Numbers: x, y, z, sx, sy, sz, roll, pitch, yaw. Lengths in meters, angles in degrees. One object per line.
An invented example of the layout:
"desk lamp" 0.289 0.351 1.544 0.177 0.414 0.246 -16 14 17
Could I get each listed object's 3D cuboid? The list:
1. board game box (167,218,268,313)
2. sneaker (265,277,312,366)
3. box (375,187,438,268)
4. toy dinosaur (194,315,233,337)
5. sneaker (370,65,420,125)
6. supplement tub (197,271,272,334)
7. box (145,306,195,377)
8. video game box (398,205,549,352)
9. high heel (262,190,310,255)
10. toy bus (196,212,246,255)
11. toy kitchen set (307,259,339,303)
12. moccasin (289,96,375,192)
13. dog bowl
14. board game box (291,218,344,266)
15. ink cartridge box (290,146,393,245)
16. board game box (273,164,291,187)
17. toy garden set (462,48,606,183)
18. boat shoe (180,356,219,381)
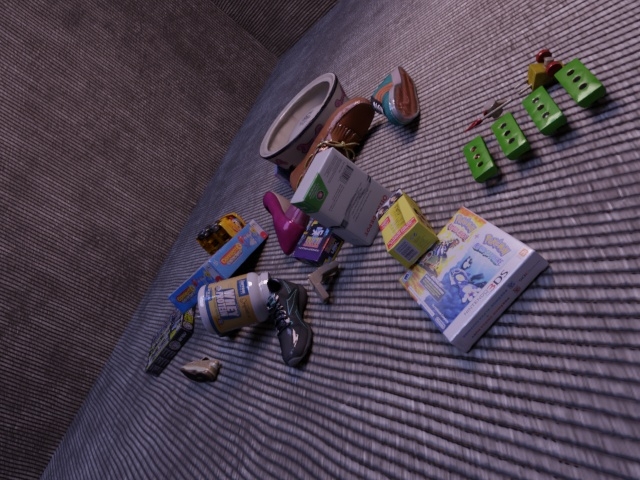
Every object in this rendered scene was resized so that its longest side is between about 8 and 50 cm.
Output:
"board game box" -0.373 0.093 1.622 0.302 0.086 0.308 -36 11 36
"sneaker" -0.092 0.196 1.103 0.101 0.106 0.267 -44 29 20
"box" 0.170 -0.032 0.910 0.087 0.058 0.232 -47 15 18
"toy dinosaur" -0.305 0.249 1.441 0.313 0.120 0.161 31 99 60
"sneaker" 0.209 -0.395 1.278 0.121 0.108 0.302 -38 22 34
"supplement tub" -0.227 0.172 1.238 0.199 0.145 0.144 -16 31 0
"box" -0.629 0.404 1.857 0.270 0.060 0.216 -50 26 14
"video game box" 0.243 0.055 0.745 0.187 0.048 0.205 -49 26 9
"high heel" -0.146 -0.063 1.492 0.182 0.127 0.377 -65 22 -4
"toy bus" -0.398 -0.046 1.912 0.220 0.149 0.211 -24 24 45
"toy kitchen set" 0.020 0.108 1.104 0.083 0.075 0.068 -29 -23 -17
"moccasin" 0.036 -0.286 1.408 0.380 0.139 0.147 -44 34 18
"dog bowl" -0.044 -0.429 1.673 0.408 0.150 0.408 -37 30 26
"board game box" 0.000 0.000 1.237 0.141 0.048 0.170 -61 25 -12
"ink cartridge box" 0.056 -0.100 1.072 0.153 0.208 0.086 -62 23 -13
"board game box" -0.141 -0.262 1.745 0.020 0.090 0.090 -41 30 29
"toy garden set" 0.387 -0.239 0.842 0.244 0.049 0.204 -40 32 33
"boat shoe" -0.383 0.411 1.423 0.189 0.068 0.072 -11 37 44
